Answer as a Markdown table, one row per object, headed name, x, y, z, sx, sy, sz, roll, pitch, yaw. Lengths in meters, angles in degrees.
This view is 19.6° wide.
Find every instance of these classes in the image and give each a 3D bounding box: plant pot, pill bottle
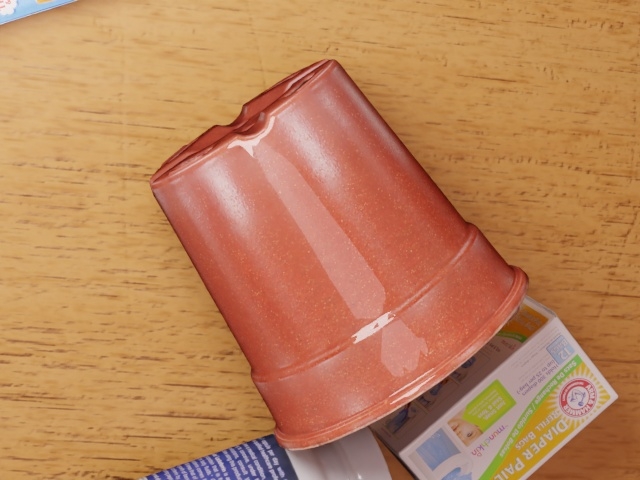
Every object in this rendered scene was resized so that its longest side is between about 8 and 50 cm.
| name | x | y | z | sx | sy | sz | roll | pitch | yaw |
| --- | --- | --- | --- | --- | --- | --- | --- | --- | --- |
| plant pot | 0.000 | 0.000 | 1.651 | 0.272 | 0.272 | 0.265 | -36 | 100 | -6 |
| pill bottle | -0.066 | 0.267 | 1.730 | 0.265 | 0.153 | 0.153 | -19 | 106 | -11 |

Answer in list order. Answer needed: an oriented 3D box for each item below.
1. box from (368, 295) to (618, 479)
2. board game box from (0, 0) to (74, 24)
| name | x | y | z | sx | sy | sz | roll | pitch | yaw |
| --- | --- | --- | --- | --- | --- | --- | --- | --- | --- |
| box | 0.168 | 0.165 | 1.800 | 0.203 | 0.103 | 0.114 | -41 | 109 | -4 |
| board game box | -0.233 | -0.289 | 1.629 | 0.211 | 0.039 | 0.160 | -19 | 106 | -12 |
